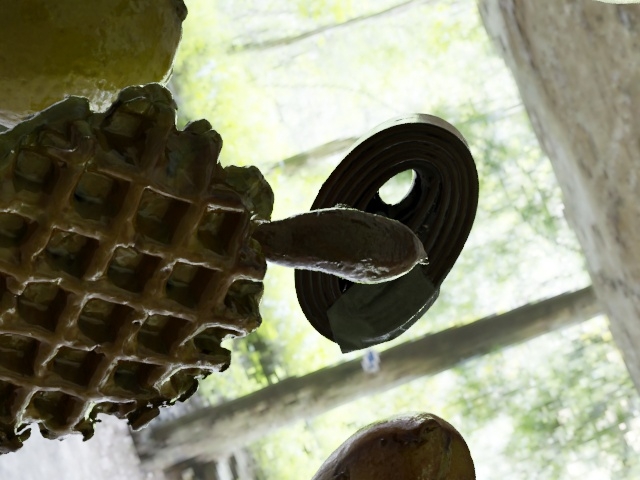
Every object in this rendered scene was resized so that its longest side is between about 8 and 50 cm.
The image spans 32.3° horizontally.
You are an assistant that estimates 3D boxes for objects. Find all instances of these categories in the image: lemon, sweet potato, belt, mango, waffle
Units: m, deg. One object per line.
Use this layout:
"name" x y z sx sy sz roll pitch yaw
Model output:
"lemon" -0.284 -0.229 1.202 0.233 0.288 0.234 -12 90 -78
"sweet potato" 0.004 -0.001 0.957 0.068 0.226 0.068 -173 -90 -71
"belt" 0.089 -0.011 1.515 0.217 0.339 0.122 28 14 -1
"mango" 0.085 0.392 1.685 0.199 0.350 0.201 -25 79 -52
"waffle" -0.180 0.036 0.860 0.068 0.324 0.302 -121 -169 -52

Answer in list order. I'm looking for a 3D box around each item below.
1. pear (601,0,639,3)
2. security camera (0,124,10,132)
"pear" 0.241 -0.326 0.848 0.283 0.283 0.284 159 -90 -86
"security camera" -0.333 -0.136 1.460 0.236 0.195 0.195 27 -22 21
